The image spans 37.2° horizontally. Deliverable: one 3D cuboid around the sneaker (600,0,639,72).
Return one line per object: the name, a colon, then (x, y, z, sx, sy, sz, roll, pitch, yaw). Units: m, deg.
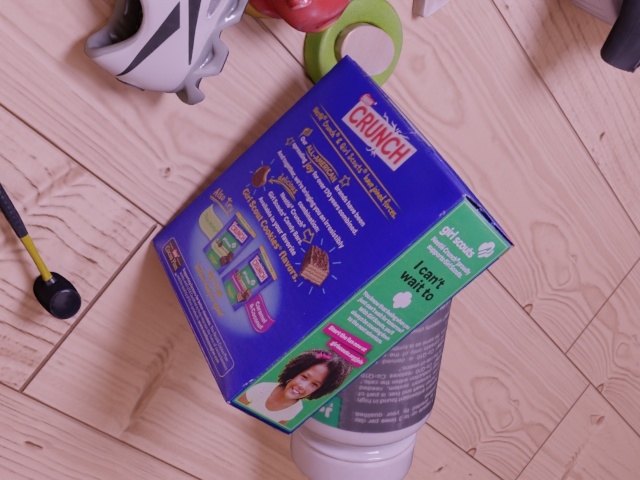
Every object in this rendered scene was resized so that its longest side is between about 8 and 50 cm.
sneaker: (0.441, -0.290, 1.229, 0.222, 0.083, 0.118, -15, 142, -39)

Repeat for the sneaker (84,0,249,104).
sneaker: (-0.127, -0.296, 0.907, 0.146, 0.122, 0.331, 11, 110, -39)

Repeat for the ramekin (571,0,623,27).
ramekin: (0.433, -0.414, 1.280, 0.272, 0.127, 0.273, -19, 125, -29)

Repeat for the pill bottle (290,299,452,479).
pill bottle: (0.059, 0.136, 1.243, 0.204, 0.204, 0.361, -12, 120, -33)

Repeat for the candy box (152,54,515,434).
candy box: (0.000, 0.000, 1.029, 0.317, 0.268, 0.122, -42, 137, 11)

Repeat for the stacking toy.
stacking toy: (0.078, -0.299, 1.063, 0.309, 0.130, 0.279, -45, 133, -8)

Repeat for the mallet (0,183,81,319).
mallet: (-0.311, -0.003, 0.996, 0.039, 0.062, 0.190, -33, 116, -21)
